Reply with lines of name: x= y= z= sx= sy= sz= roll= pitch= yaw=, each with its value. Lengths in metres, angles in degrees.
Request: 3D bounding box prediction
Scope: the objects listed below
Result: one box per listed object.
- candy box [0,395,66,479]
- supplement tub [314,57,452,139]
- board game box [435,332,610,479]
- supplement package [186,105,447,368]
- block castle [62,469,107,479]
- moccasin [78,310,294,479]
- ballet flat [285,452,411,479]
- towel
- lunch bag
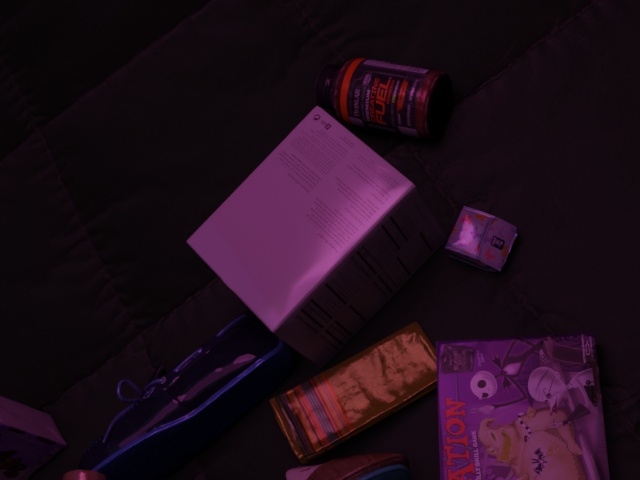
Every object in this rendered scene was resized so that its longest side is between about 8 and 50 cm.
candy box: x=-0.509 y=0.327 z=1.416 sx=0.196 sy=0.165 sz=0.070 roll=-41 pitch=58 yaw=2
supplement tub: x=0.092 y=-0.218 z=1.441 sx=0.198 sy=0.106 sz=0.106 roll=14 pitch=74 yaw=27
board game box: x=0.253 y=0.290 z=1.183 sx=0.208 sy=0.056 sz=0.347 roll=-7 pitch=66 yaw=17
supplement package: x=0.000 y=0.000 z=1.331 sx=0.262 sy=0.198 sz=0.199 roll=-46 pitch=60 yaw=-2
block castle: x=-0.405 y=0.476 z=1.237 sx=0.453 sy=0.303 sz=0.213 roll=-18 pitch=57 yaw=14
moccasin: x=-0.197 y=0.232 z=1.370 sx=0.342 sy=0.138 sz=0.117 roll=-33 pitch=55 yaw=-10
ballet flat: x=-0.033 y=0.379 z=1.251 sx=0.342 sy=0.116 sz=0.124 roll=-48 pitch=40 yaw=2
towel: x=0.053 y=0.203 z=1.296 sx=0.237 sy=0.021 sz=0.102 roll=-28 pitch=61 yaw=-7
lunch bag: x=0.225 y=-0.001 z=1.326 sx=0.083 sy=0.053 sz=0.071 roll=23 pitch=80 yaw=19
